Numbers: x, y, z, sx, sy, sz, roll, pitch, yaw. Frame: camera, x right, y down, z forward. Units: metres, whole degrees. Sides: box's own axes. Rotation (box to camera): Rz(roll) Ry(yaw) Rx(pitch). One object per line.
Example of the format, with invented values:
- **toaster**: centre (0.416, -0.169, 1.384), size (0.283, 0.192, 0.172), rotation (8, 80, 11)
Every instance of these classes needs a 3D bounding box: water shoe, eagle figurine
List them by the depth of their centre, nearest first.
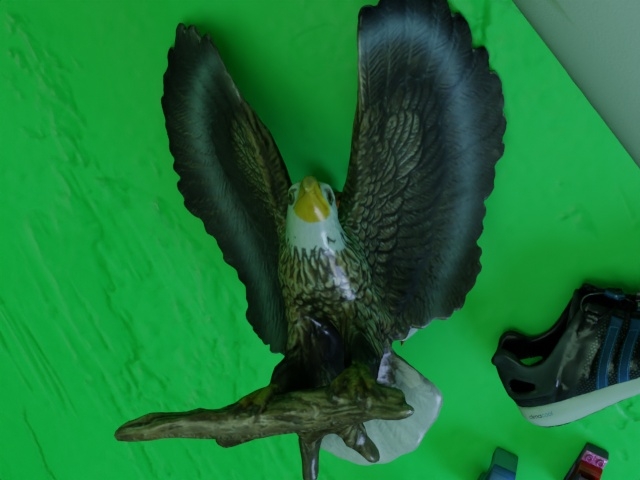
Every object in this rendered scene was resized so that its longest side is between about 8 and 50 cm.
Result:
- **eagle figurine**: centre (0.003, -0.006, 0.930), size (0.226, 0.298, 0.225), rotation (16, 145, -22)
- **water shoe**: centre (0.214, 0.065, 0.985), size (0.203, 0.073, 0.080), rotation (-32, 103, 24)

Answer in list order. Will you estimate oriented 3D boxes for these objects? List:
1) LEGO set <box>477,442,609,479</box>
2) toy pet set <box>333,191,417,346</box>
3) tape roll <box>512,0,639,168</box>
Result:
- **LEGO set**: centre (0.134, 0.256, 1.088), size (0.087, 0.093, 0.227), rotation (25, 119, 0)
- **toy pet set**: centre (0.015, 0.034, 1.021), size (0.114, 0.065, 0.122), rotation (-24, 108, 23)
- **tape roll**: centre (0.249, -0.151, 0.771), size (0.246, 0.246, 0.169), rotation (-33, 105, 25)
